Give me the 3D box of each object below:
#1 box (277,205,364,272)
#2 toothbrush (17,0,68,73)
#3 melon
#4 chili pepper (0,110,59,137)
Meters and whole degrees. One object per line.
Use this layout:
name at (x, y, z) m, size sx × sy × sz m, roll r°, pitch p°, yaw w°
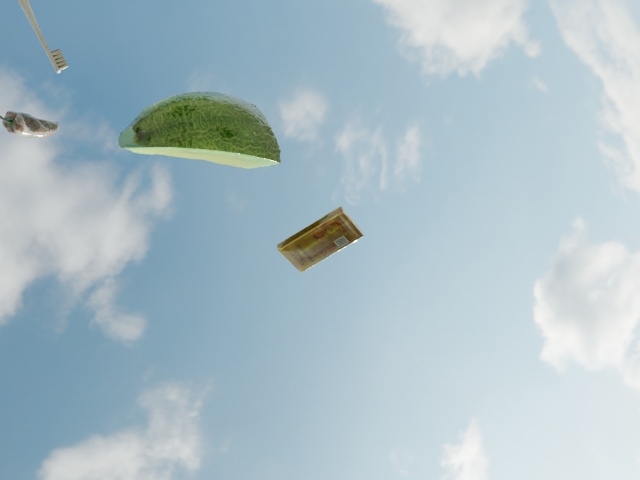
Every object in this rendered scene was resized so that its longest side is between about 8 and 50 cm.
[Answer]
box at (0.000, 0.000, 1.127) m, size 0.089 × 0.156 × 0.022 m, roll 44°, pitch -159°, yaw -41°
toothbrush at (-0.576, -0.488, 1.070) m, size 0.030 × 0.025 × 0.342 m, roll -31°, pitch -60°, yaw -19°
melon at (-0.249, -0.225, 1.178) m, size 0.323 × 0.124 × 0.196 m, roll -7°, pitch -123°, yaw -46°
chili pepper at (-0.560, -0.221, 1.082) m, size 0.153 × 0.041 × 0.050 m, roll -28°, pitch -71°, yaw -79°
